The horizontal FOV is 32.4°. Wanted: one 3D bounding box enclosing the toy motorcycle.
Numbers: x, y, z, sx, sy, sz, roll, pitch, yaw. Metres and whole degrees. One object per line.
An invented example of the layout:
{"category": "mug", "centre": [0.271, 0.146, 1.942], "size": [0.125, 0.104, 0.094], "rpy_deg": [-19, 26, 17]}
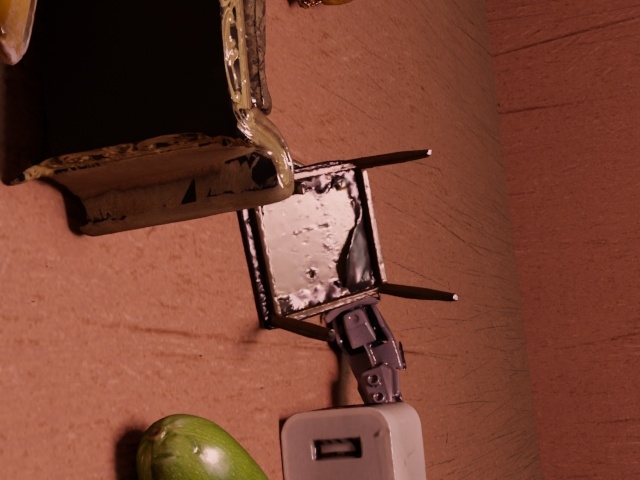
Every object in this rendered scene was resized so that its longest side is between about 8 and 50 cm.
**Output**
{"category": "toy motorcycle", "centre": [0.061, 0.130, 1.395], "size": [0.122, 0.080, 0.215], "rpy_deg": [56, 14, -54]}

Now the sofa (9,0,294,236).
{"category": "sofa", "centre": [-0.115, -0.145, 0.851], "size": [0.182, 0.200, 0.258], "rpy_deg": [23, 60, -66]}

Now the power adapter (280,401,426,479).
{"category": "power adapter", "centre": [0.051, 0.252, 1.278], "size": [0.205, 0.130, 0.125], "rpy_deg": [16, 67, -71]}

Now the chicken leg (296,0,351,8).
{"category": "chicken leg", "centre": [0.013, -0.365, 1.491], "size": [0.207, 0.085, 0.101], "rpy_deg": [-48, 162, -58]}

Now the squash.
{"category": "squash", "centre": [-0.060, 0.277, 0.993], "size": [0.101, 0.101, 0.378], "rpy_deg": [-79, 155, -44]}

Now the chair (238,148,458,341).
{"category": "chair", "centre": [0.000, 0.000, 1.211], "size": [0.272, 0.166, 0.188], "rpy_deg": [6, -71, 65]}

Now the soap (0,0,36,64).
{"category": "soap", "centre": [-0.240, -0.256, 0.710], "size": [0.160, 0.080, 0.257], "rpy_deg": [54, 33, -56]}
